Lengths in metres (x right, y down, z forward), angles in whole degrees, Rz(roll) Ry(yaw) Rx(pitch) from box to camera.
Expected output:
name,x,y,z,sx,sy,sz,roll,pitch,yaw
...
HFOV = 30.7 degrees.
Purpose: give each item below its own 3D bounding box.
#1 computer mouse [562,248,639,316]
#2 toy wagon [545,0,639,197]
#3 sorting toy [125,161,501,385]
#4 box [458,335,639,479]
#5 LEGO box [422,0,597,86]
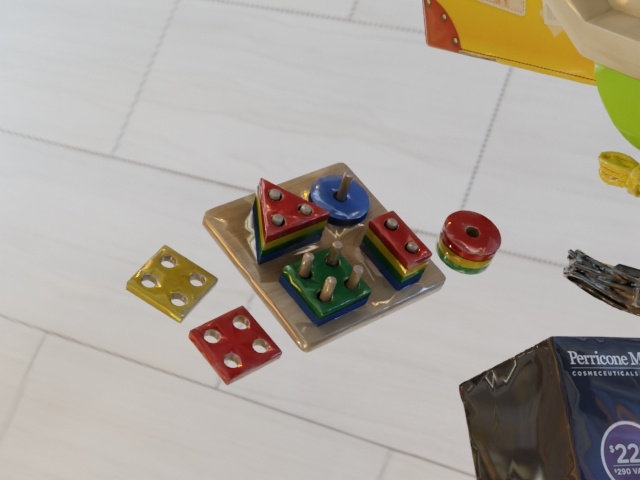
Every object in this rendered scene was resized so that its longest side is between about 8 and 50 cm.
name,x,y,z,sx,sy,sz,roll,pitch,yaw
computer mouse,0.197,0.038,0.490,0.242,0.071,0.041,26,90,48
toy wagon,0.173,-0.178,0.632,0.068,0.344,0.267,-27,33,-15
sorting toy,0.000,0.000,0.831,0.275,0.046,0.132,-22,59,-33
box,0.227,0.156,0.670,0.103,0.261,0.184,-45,48,53
LEGO box,0.251,-0.393,0.984,0.193,0.500,0.372,-24,30,-28
